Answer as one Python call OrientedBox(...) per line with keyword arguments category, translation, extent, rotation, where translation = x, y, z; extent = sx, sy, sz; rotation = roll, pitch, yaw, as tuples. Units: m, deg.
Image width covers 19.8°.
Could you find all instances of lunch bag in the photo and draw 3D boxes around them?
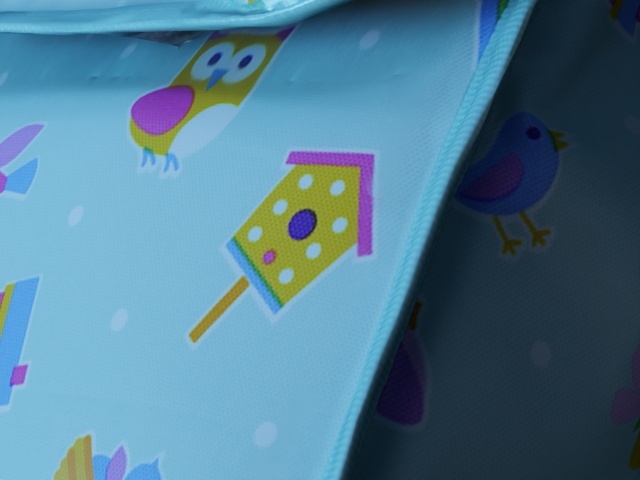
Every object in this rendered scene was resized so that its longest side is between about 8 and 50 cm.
OrientedBox(category="lunch bag", translation=(0.000, 0.000, 0.434), extent=(0.223, 0.160, 0.262), rotation=(3, 71, 50))
